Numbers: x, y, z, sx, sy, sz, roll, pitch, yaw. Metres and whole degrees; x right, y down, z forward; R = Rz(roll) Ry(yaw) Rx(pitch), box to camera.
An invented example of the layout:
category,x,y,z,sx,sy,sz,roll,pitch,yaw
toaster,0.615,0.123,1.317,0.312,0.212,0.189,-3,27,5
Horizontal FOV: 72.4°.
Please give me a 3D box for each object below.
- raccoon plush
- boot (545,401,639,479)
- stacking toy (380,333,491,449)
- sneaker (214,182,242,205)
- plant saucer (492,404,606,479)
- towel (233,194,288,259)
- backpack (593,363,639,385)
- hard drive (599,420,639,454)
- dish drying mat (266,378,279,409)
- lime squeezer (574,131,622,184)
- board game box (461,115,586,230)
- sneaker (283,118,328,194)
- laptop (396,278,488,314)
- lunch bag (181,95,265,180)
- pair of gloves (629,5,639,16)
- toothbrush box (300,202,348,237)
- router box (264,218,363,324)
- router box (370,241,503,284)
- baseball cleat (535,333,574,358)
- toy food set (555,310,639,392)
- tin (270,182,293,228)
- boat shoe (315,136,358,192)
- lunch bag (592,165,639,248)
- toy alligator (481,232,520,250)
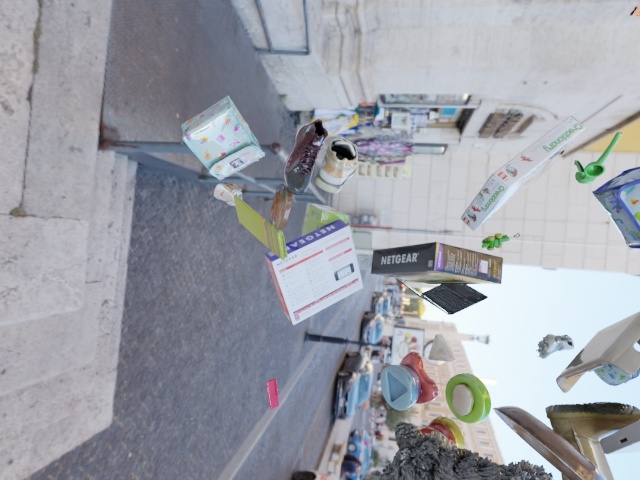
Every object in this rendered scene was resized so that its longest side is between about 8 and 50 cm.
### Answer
category,x,y,z,sx,sy,sz,roll,pitch,yaw
raccoon plush,0.257,0.435,0.800,0.216,0.299,0.447,-56,155,-31
boot,0.743,0.571,1.151,0.089,0.236,0.270,-9,82,-46
stacking toy,0.300,0.442,1.227,0.309,0.130,0.280,56,-48,38
sneaker,-0.395,-0.211,1.883,0.215,0.084,0.083,51,44,-76
plant saucer,0.576,0.517,1.088,0.050,0.310,0.311,-46,161,-7
towel,-0.174,-0.041,1.252,0.021,0.237,0.102,-29,137,-28
backpack,0.911,0.395,1.358,0.105,0.084,0.114,54,-36,26
hard drive,0.849,0.444,1.011,0.203,0.307,0.040,85,1,-54
dish drying mat,-0.139,0.450,1.282,0.032,0.008,0.083,-11,97,-40
lime squeezer,0.848,-0.233,1.355,0.110,0.058,0.310,-60,168,1
board game box,0.496,-0.164,1.082,0.305,0.053,0.193,-35,160,-21
sneaker,-0.047,-0.311,1.567,0.162,0.106,0.282,-17,-118,63
laptop,0.467,0.183,1.718,0.234,0.264,0.137,-137,-154,-70
lunch bag,-0.363,-0.370,1.669,0.262,0.223,0.160,58,5,-39
pair of gloves,0.725,-0.523,0.947,0.083,0.074,0.010,108,-34,-57
toothbrush box,0.000,0.000,1.864,0.206,0.122,0.284,-146,-114,-66
router box,-0.015,0.121,1.693,0.082,0.335,0.301,37,-34,55
router box,0.334,0.076,1.299,0.308,0.242,0.081,-13,-112,64
baseball cleat,0.847,0.387,1.578,0.206,0.109,0.072,53,38,-62
toy food set,0.813,0.325,1.220,0.219,0.092,0.306,-36,158,-19
tin,-0.149,-0.130,1.690,0.106,0.040,0.190,61,-41,47
boat shoe,0.068,-0.251,1.320,0.302,0.113,0.103,-72,-172,-56
lunch bag,0.558,-0.056,0.729,0.129,0.096,0.151,56,-2,0
toy alligator,0.721,-0.005,1.778,0.051,0.189,0.056,-138,-144,-60
